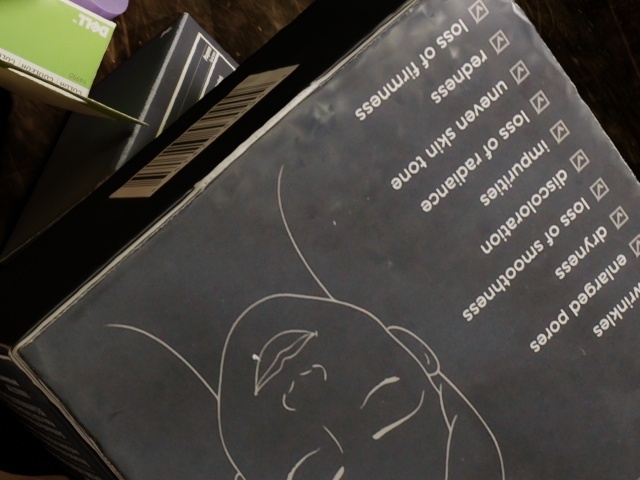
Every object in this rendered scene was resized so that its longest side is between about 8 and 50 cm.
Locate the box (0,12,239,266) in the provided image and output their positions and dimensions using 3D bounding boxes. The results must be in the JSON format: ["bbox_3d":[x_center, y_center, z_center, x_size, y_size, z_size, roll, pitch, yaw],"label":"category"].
[{"bbox_3d":[-0.121,-0.013,1.590,0.294,0.183,0.296,45,31,-22],"label":"box"}]

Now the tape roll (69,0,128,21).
[{"bbox_3d":[-0.290,-0.300,1.693,0.189,0.080,0.189,54,17,-24],"label":"tape roll"}]

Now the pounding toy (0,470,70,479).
[{"bbox_3d":[-0.242,0.208,1.203,0.269,0.155,0.154,47,34,-17],"label":"pounding toy"}]

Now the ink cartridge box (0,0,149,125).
[{"bbox_3d":[-0.273,-0.191,1.463,0.189,0.255,0.097,24,86,-39],"label":"ink cartridge box"}]

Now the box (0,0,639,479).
[{"bbox_3d":[0.037,0.099,1.326,0.480,0.297,0.471,-42,106,-17],"label":"box"}]
